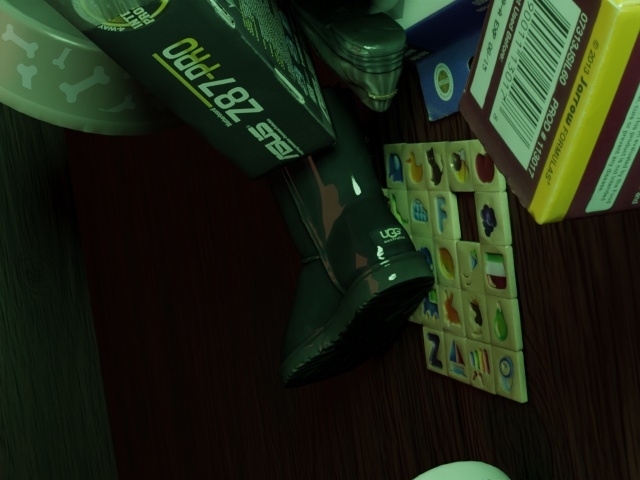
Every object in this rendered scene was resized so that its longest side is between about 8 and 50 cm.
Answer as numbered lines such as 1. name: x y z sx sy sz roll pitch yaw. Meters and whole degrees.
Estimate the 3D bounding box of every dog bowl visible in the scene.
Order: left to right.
1. dog bowl: -0.280 -0.273 1.368 0.102 0.348 0.349 -64 38 35

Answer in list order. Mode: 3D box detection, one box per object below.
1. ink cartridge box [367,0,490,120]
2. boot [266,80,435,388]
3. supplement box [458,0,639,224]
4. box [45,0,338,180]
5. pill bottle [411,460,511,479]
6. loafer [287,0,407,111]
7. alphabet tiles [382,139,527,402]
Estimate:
1. ink cartridge box: 0.089 -0.210 0.810 0.223 0.045 0.224 166 95 -69
2. boot: 0.000 0.000 1.035 0.207 0.094 0.246 68 149 23
3. supplement box: 0.165 -0.080 0.463 0.104 0.188 0.081 102 152 -43
4. box: -0.126 -0.281 0.883 0.318 0.097 0.395 44 -153 -61
5. pill bottle: 0.133 0.270 0.776 0.229 0.131 0.131 -129 36 -53
6. loafer: 0.014 -0.159 0.884 0.170 0.062 0.061 -120 24 -51
7. alphabet tiles: 0.098 0.017 0.938 0.237 0.009 0.198 -171 73 -69
